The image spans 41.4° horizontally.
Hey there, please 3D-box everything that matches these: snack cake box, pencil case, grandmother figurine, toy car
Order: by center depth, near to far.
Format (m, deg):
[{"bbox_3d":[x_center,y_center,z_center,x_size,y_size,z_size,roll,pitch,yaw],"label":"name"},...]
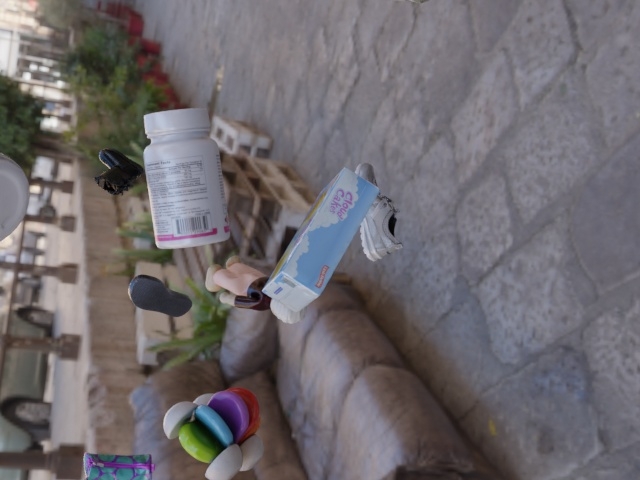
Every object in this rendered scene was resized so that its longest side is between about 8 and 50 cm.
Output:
[{"bbox_3d":[-0.171,0.324,1.494,0.159,0.182,0.136,42,106,18],"label":"toy car"},{"bbox_3d":[0.000,0.000,1.675,0.264,0.089,0.152,-60,6,-25],"label":"snack cake box"},{"bbox_3d":[-0.451,0.508,1.890,0.070,0.152,0.064,132,139,-57],"label":"pencil case"},{"bbox_3d":[-0.145,0.124,2.111,0.342,0.208,0.104,23,140,52],"label":"grandmother figurine"}]

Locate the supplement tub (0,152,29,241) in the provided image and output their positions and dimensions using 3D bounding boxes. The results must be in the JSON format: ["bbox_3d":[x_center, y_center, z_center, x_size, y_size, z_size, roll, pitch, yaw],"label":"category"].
[{"bbox_3d":[-0.724,-0.124,1.612,0.316,0.194,0.193,27,115,28],"label":"supplement tub"}]

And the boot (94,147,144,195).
[{"bbox_3d":[-0.459,-0.150,1.859,0.099,0.121,0.045,-51,-15,-49],"label":"boot"}]

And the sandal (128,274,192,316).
[{"bbox_3d":[-0.458,0.154,2.372,0.097,0.254,0.054,-41,59,3],"label":"sandal"}]

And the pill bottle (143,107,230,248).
[{"bbox_3d":[-0.288,-0.132,1.797,0.160,0.160,0.283,-171,74,-72],"label":"pill bottle"}]

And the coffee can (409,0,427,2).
[{"bbox_3d":[0.059,-0.511,1.429,0.275,0.201,0.201,14,98,33],"label":"coffee can"}]

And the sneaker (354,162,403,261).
[{"bbox_3d":[0.164,-0.086,2.342,0.105,0.115,0.281,25,-127,-67],"label":"sneaker"}]
